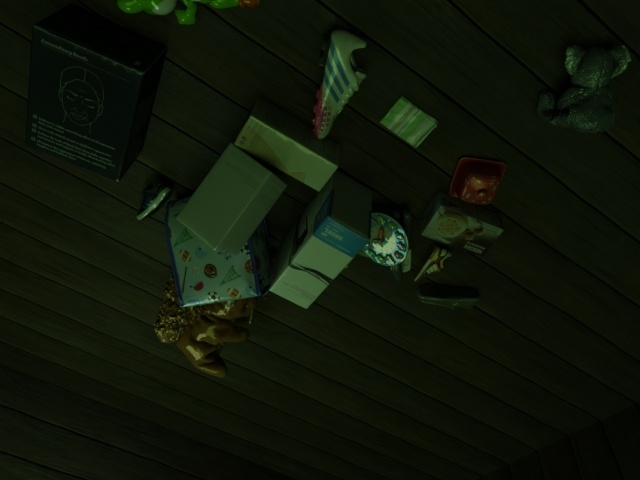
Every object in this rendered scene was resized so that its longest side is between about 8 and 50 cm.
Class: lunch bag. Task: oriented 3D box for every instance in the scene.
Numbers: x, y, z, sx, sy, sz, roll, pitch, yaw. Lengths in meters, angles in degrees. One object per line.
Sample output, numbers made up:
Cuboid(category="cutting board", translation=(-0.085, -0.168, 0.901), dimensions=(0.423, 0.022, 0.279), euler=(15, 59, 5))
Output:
Cuboid(category="lunch bag", translation=(-0.357, 0.013, 1.800), dimensions=(0.327, 0.239, 0.386), euler=(-11, 96, 12))

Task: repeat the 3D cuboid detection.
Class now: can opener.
Cuboid(category="can opener", translation=(0.289, 0.023, 1.800), dimensions=(0.076, 0.095, 0.283), euler=(-2, 129, 6))

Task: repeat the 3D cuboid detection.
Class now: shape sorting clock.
Cuboid(category="shape sorting clock", translation=(0.216, -0.002, 1.768), dimensions=(0.206, 0.040, 0.206), euler=(23, 126, 34))

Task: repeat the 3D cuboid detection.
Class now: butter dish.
Cuboid(category="butter dish", translation=(0.520, -0.175, 1.649), dimensions=(0.159, 0.118, 0.160), euler=(7, 129, -2))

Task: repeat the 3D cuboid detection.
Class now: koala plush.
Cuboid(category="koala plush", translation=(0.742, -0.427, 1.391), dimensions=(0.196, 0.203, 0.221), euler=(5, 118, 1))

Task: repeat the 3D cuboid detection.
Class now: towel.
Cuboid(category="towel", translation=(0.276, -0.368, 1.575), dimensions=(0.152, 0.023, 0.113), euler=(29, 125, -18))

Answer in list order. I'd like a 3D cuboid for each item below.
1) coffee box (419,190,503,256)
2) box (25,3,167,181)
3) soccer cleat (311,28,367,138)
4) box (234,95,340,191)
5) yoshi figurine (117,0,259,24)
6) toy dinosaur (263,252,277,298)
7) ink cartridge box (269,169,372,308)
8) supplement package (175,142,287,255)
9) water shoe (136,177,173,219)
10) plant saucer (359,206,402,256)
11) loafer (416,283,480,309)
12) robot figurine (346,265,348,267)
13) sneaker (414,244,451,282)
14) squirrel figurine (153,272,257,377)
Cuboid(category="coffee box", translation=(0.489, -0.057, 1.761), dimensions=(0.246, 0.098, 0.141), euler=(20, 128, -11))
Cuboid(category="box", translation=(-0.669, -0.426, 1.494), dimensions=(0.293, 0.212, 0.395), euler=(22, 129, -12))
Cuboid(category="soccer cleat", translation=(0.056, -0.441, 1.475), dimensions=(0.143, 0.116, 0.331), euler=(9, 129, -1))
Cuboid(category="box", translation=(-0.097, -0.302, 1.586), dimensions=(0.311, 0.148, 0.121), euler=(29, 127, -16))
Cuboid(category="yoshi figurine", translation=(-0.351, -0.675, 1.321), dimensions=(0.362, 0.204, 0.203), euler=(-11, 170, -4))
Cuboid(category="toy dinosaur", translation=(-0.161, 0.123, 1.964), dimensions=(0.200, 0.127, 0.295), euler=(-39, 104, 23))
Cuboid(category="ink cartridge box", translation=(0.000, 0.000, 1.733), dimensions=(0.166, 0.285, 0.395), euler=(28, 126, -15))
Cuboid(category="supplement package", translation=(-0.277, -0.124, 1.595), dimensions=(0.175, 0.177, 0.293), euler=(36, 91, 14))
Cuboid(category="water shoe", translation=(-0.610, -0.152, 1.820), dimensions=(0.203, 0.073, 0.080), euler=(-35, 92, 29))
Cuboid(category="plant saucer", translation=(0.205, -0.017, 1.861), dimensions=(0.241, 0.037, 0.241), euler=(2, 129, 3))
Cuboid(category="loafer", translation=(0.506, 0.237, 2.004), dimensions=(0.251, 0.094, 0.087), euler=(6, 125, 0))
Cuboid(category="robot figurine", translation=(0.073, 0.060, 1.902), dimensions=(0.067, 0.101, 0.115), euler=(-17, 156, 27))
Cuboid(category="sneaker", translation=(0.425, 0.102, 1.917), dimensions=(0.084, 0.069, 0.185), euler=(22, 129, -6))
Cuboid(category="squirrel figurine", translation=(-0.458, 0.292, 2.036), dimensions=(0.397, 0.281, 0.370), euler=(27, 120, -19))
